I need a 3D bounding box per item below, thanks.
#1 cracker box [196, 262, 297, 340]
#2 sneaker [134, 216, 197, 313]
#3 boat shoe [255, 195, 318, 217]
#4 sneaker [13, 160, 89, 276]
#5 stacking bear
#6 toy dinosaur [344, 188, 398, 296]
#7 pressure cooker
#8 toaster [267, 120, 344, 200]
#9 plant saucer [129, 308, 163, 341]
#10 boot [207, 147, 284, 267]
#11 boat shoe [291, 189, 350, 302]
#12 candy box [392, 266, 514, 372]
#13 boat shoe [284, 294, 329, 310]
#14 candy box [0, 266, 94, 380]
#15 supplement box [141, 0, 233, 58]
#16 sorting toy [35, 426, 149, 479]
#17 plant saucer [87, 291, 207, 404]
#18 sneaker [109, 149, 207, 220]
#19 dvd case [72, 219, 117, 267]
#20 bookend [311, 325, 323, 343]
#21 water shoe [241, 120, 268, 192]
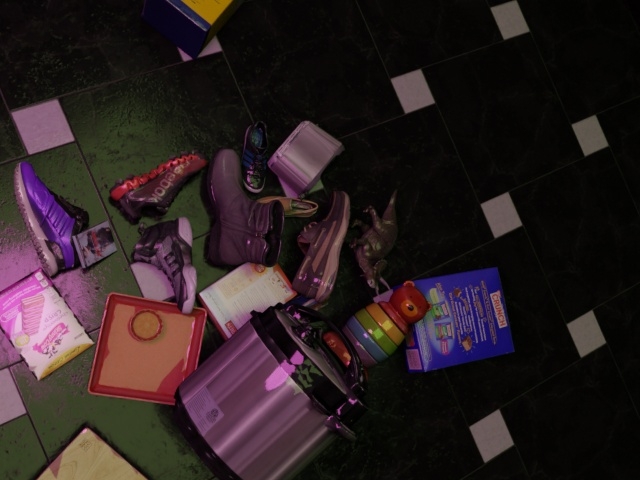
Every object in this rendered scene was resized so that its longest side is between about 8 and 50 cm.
[{"bbox_3d":[-0.203,0.149,1.815,0.232,0.067,0.155,-33,93,-22],"label":"cracker box"},{"bbox_3d":[-0.409,0.068,1.731,0.153,0.101,0.268,-3,69,-17],"label":"sneaker"},{"bbox_3d":[-0.099,-0.100,1.889,0.190,0.072,0.068,-4,83,-20],"label":"boat shoe"},{"bbox_3d":[-0.670,-0.068,1.671,0.146,0.102,0.293,-21,94,-28],"label":"sneaker"},{"bbox_3d":[0.174,0.238,1.838,0.289,0.164,0.175,-40,85,1],"label":"stacking bear"},{"bbox_3d":[0.162,-0.003,1.963,0.160,0.121,0.313,35,66,-24],"label":"toy dinosaur"},{"bbox_3d":[-0.096,0.369,1.608,0.420,0.375,0.370,-44,94,-1],"label":"pressure cooker"},{"bbox_3d":[-0.050,-0.234,1.901,0.146,0.129,0.227,40,70,-6],"label":"toaster"},{"bbox_3d":[-0.447,0.218,1.694,0.084,0.013,0.083,3,81,-20],"label":"plant saucer"},{"bbox_3d":[-0.187,-0.094,1.767,0.118,0.223,0.337,-1,87,-51],"label":"boot"},{"bbox_3d":[0.000,0.000,1.864,0.130,0.132,0.355,15,59,-2],"label":"boat shoe"},{"bbox_3d":[0.401,0.238,1.990,0.317,0.122,0.268,-7,82,-19],"label":"candy box"},{"bbox_3d":[-0.043,0.193,1.862,0.183,0.066,0.066,-26,116,-25],"label":"boat shoe"},{"bbox_3d":[-0.691,0.206,1.627,0.159,0.071,0.233,-36,95,-22],"label":"candy box"},{"bbox_3d":[-0.312,-0.726,1.849,0.195,0.194,0.356,38,71,-11],"label":"supplement box"},{"bbox_3d":[-0.566,0.631,1.595,0.255,0.089,0.257,45,70,-8],"label":"sorting toy"},{"bbox_3d":[-0.447,0.284,1.716,0.259,0.048,0.258,12,78,-17],"label":"plant saucer"},{"bbox_3d":[-0.415,-0.145,1.770,0.276,0.098,0.135,-30,92,-19],"label":"sneaker"},{"bbox_3d":[-0.574,0.008,1.683,0.119,0.013,0.087,-38,121,-56],"label":"dvd case"},{"bbox_3d":[-0.078,0.314,1.831,0.157,0.072,0.156,5,80,-18],"label":"bookend"},{"bbox_3d":[-0.187,-0.240,1.876,0.073,0.080,0.203,1,81,-19],"label":"water shoe"}]
